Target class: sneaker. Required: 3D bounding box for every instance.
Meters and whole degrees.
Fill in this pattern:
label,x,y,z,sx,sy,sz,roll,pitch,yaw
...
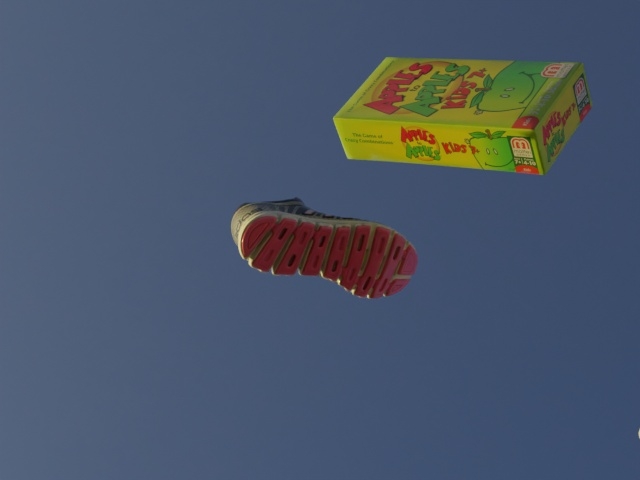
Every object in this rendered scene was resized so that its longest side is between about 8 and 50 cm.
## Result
label,x,y,z,sx,sy,sz,roll,pitch,yaw
sneaker,0.000,0.000,1.075,0.170,0.075,0.063,10,-74,-31

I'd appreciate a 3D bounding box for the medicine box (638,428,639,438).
label,x,y,z,sx,sy,sz,roll,pitch,yaw
medicine box,0.393,0.172,0.810,0.263,0.289,0.149,13,-63,-34

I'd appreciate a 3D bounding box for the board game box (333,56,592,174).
label,x,y,z,sx,sy,sz,roll,pitch,yaw
board game box,0.111,-0.102,1.060,0.181,0.092,0.043,7,-46,35
